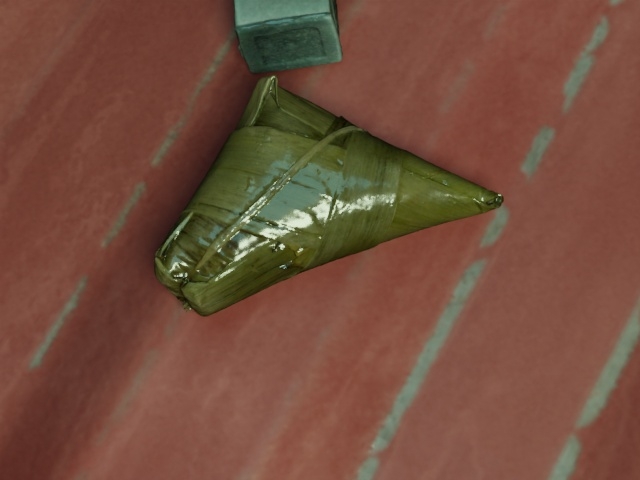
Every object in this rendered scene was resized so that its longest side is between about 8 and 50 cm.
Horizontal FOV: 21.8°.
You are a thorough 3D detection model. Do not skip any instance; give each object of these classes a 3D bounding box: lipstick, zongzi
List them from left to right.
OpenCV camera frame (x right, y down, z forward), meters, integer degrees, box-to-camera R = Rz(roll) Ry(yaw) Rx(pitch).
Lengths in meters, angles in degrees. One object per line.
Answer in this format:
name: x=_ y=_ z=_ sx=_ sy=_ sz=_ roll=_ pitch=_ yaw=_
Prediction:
lipstick: x=-0.034 y=-0.273 z=1.163 sx=0.068 sy=0.066 sz=0.317 roll=-8 pitch=67 yaw=6
zongzi: x=0.000 y=0.000 z=1.047 sx=0.176 sy=0.078 sz=0.160 roll=29 pitch=80 yaw=14
